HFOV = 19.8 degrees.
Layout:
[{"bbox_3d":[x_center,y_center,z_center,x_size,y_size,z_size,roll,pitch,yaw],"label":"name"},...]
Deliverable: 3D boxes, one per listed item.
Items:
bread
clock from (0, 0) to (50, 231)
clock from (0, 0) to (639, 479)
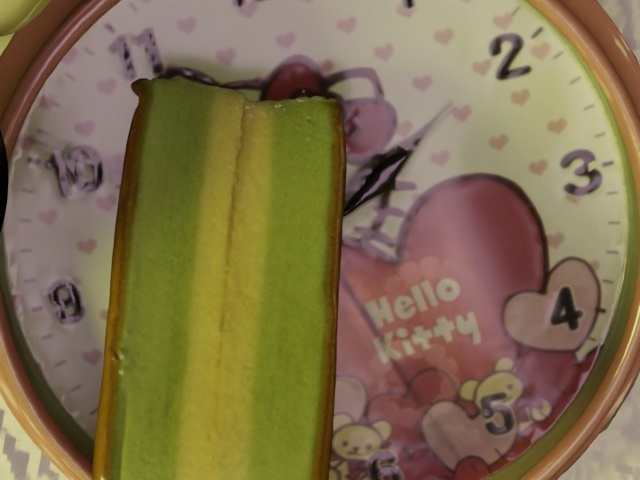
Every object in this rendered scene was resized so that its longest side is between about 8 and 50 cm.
[{"bbox_3d":[-0.032,0.028,0.587,0.074,0.084,0.139,3,75,-3],"label":"bread"},{"bbox_3d":[-0.117,-0.176,0.517,0.276,0.120,0.379,41,90,-5],"label":"clock"},{"bbox_3d":[0.000,0.000,0.616,0.244,0.056,0.244,-1,106,-2],"label":"clock"}]
